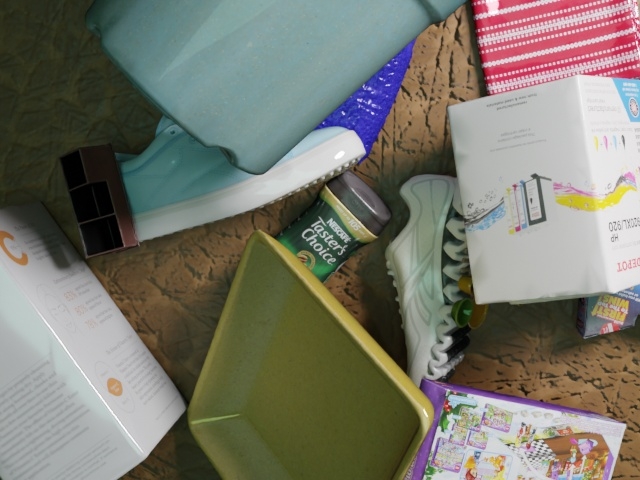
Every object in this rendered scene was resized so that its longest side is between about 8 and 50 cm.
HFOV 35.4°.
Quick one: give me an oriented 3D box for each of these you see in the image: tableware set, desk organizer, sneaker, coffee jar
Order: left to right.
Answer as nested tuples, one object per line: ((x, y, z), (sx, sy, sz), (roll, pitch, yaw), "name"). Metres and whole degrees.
((-0.266, -0.047, 1.203), (0.047, 0.050, 0.130), (-16, 89, 40), "desk organizer")
((-0.131, -0.101, 1.219), (0.365, 0.135, 0.150), (-16, 96, 17), "sneaker")
((0.000, 0.000, 1.264), (0.096, 0.079, 0.184), (45, 99, -1), "coffee jar")
((0.137, 0.057, 1.255), (0.118, 0.110, 0.292), (12, 98, 21), "sneaker")
((0.211, 0.060, 1.220), (0.024, 0.154, 0.104), (17, 98, 37), "tableware set")

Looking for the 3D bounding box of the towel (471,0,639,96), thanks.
((0.281, -0.311, 1.221), (0.198, 0.031, 0.275), (-10, 96, 8), "towel")

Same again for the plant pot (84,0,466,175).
((-0.042, -0.269, 1.042), (0.341, 0.341, 0.334), (43, 101, -1), "plant pot")

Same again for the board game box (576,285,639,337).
((0.399, 0.040, 1.237), (0.194, 0.060, 0.194), (18, 100, 3), "board game box")

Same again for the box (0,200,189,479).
((-0.351, 0.142, 1.250), (0.168, 0.215, 0.345), (-35, 92, 9), "box")

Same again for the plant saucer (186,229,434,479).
((-0.009, 0.206, 1.180), (0.333, 0.081, 0.333), (47, 129, 35), "plant saucer")

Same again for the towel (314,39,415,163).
((0.012, -0.275, 1.230), (0.227, 0.076, 0.308), (23, 99, 4), "towel")

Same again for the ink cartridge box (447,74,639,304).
((0.272, -0.054, 1.139), (0.168, 0.171, 0.233), (-9, 89, 40), "ink cartridge box")

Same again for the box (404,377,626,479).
((0.222, 0.289, 1.201), (0.293, 0.057, 0.201), (16, 90, -30), "box")
